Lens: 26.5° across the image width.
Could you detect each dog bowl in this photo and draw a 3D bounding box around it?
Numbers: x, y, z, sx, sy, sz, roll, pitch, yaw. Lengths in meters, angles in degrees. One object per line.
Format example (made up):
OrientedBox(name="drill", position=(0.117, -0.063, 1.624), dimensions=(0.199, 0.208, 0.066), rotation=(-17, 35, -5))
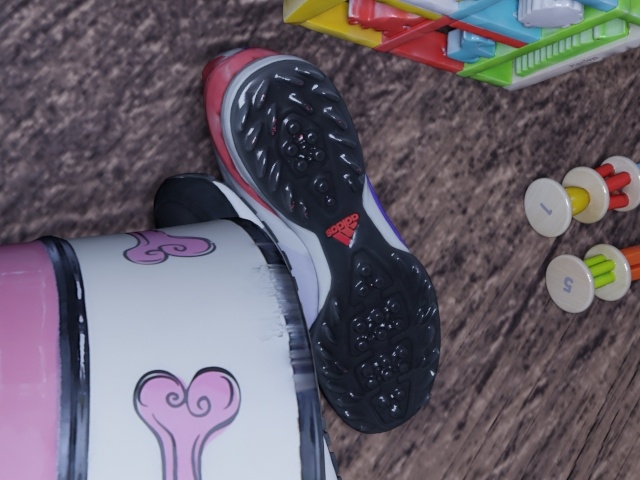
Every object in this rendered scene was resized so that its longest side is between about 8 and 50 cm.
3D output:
OrientedBox(name="dog bowl", position=(-0.139, 0.179, 0.705), dimensions=(0.150, 0.408, 0.408), rotation=(9, 76, -19))

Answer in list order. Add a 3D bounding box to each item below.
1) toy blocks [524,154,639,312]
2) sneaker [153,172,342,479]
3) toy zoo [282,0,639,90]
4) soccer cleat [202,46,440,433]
OrientedBox(name="toy blocks", position=(0.260, -0.011, 1.218), dimensions=(0.148, 0.054, 0.123), rotation=(-16, 90, -37))
OrientedBox(name="sneaker", position=(-0.077, 0.096, 0.927), dimensions=(0.124, 0.107, 0.283), rotation=(-19, 93, -35))
OrientedBox(name="toy zoo", position=(0.106, -0.185, 1.056), dimensions=(0.293, 0.192, 0.030), rotation=(11, 74, -33))
OrientedBox(name="soccer cleat", position=(0.000, 0.000, 1.009), dimensions=(0.108, 0.116, 0.318), rotation=(-30, 118, -12))
